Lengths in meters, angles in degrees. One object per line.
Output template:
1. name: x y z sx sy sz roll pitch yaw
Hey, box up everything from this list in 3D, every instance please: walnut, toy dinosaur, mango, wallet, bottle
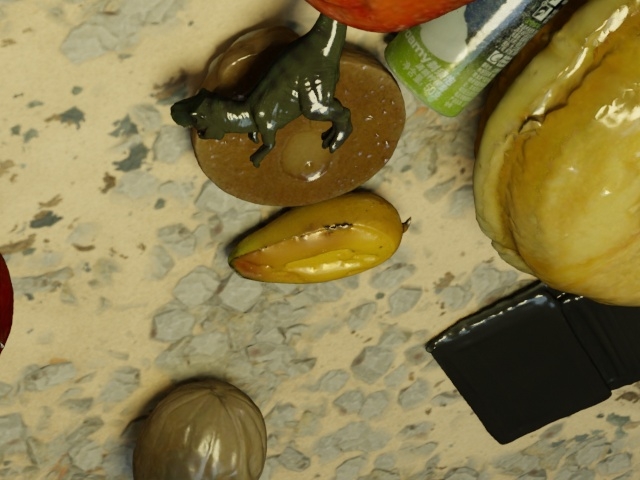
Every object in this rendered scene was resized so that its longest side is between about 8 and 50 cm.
1. walnut: -0.124 0.220 1.948 0.140 0.140 0.162 7 137 -32
2. toy dinosaur: -0.048 -0.148 1.594 0.187 0.087 0.179 -29 136 3
3. mango: 0.000 0.000 1.844 0.188 0.066 0.101 -16 145 -4
4. wallet: 0.302 0.104 2.115 0.323 0.041 0.247 -29 138 7
5. bottle: 0.198 -0.254 1.668 0.093 0.093 0.330 26 117 -42

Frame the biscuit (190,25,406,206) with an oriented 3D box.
1. biscuit: -0.024 -0.113 1.727 0.208 0.049 0.181 9 127 -31

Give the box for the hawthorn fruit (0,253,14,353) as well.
1. hawthorn fruit: -0.368 0.081 1.592 0.224 0.261 0.224 -10 130 -12

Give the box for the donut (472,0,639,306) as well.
1. donut: 0.351 -0.115 1.807 0.449 0.198 0.449 -14 137 -13

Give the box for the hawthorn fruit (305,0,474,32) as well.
1. hawthorn fruit: 0.042 -0.302 1.454 0.242 0.242 0.272 -42 126 16
